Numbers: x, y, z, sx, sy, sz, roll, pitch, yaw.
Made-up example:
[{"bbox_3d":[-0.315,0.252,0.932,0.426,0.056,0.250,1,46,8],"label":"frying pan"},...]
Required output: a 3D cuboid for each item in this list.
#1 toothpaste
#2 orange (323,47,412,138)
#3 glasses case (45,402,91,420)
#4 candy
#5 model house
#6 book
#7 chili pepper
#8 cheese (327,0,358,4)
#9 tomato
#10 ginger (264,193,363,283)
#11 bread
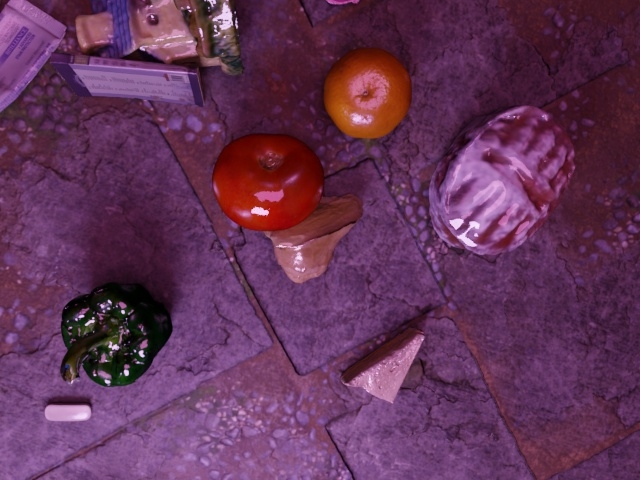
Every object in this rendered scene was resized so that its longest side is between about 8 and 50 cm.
[{"bbox_3d":[-0.566,-0.287,1.144,0.099,0.068,0.282,37,84,-35],"label":"toothpaste"},{"bbox_3d":[0.083,-0.259,1.161,0.159,0.136,0.159,1,99,7],"label":"orange"},{"bbox_3d":[-0.470,0.320,1.226,0.083,0.021,0.032,1,96,-5],"label":"glasses case"},{"bbox_3d":[0.327,-0.108,1.188,0.214,0.157,0.289,35,92,-12],"label":"candy"},{"bbox_3d":[-0.276,-0.424,1.056,0.266,0.261,0.321,-10,91,-2],"label":"model house"},{"bbox_3d":[-0.318,-0.272,1.115,0.231,0.157,0.026,4,81,-5],"label":"book"},{"bbox_3d":[-0.346,0.160,1.104,0.165,0.261,0.173,-27,93,3],"label":"chili pepper"},{"bbox_3d":[0.019,-0.487,1.183,0.145,0.038,0.095,37,91,-8],"label":"cheese"},{"bbox_3d":[-0.091,-0.099,1.146,0.195,0.136,0.195,3,53,-4],"label":"tomato"},{"bbox_3d":[0.003,-0.003,1.210,0.193,0.115,0.122,-24,118,-10],"label":"ginger"},{"bbox_3d":[0.118,0.220,1.241,0.105,0.077,0.152,24,92,-8],"label":"bread"}]
